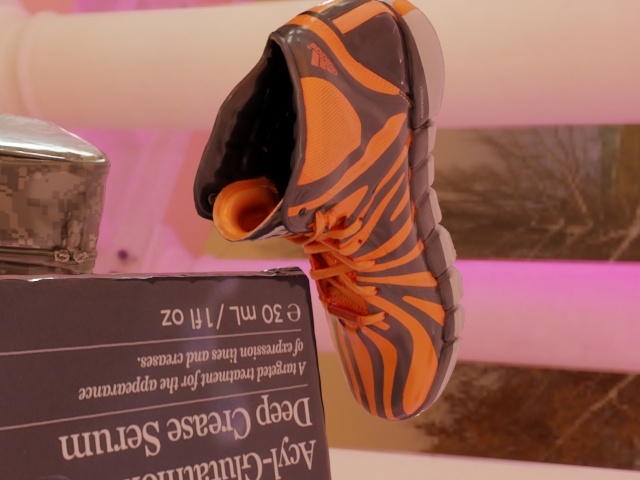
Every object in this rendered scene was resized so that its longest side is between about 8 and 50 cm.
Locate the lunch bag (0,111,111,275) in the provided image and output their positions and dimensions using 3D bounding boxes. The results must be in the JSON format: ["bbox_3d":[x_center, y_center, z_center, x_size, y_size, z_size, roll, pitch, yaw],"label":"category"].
[{"bbox_3d":[-0.349,0.016,0.979,0.305,0.212,0.256,5,-75,-33],"label":"lunch bag"}]

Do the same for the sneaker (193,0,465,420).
[{"bbox_3d":[0.000,0.000,0.768,0.180,0.125,0.321,-27,-64,-45],"label":"sneaker"}]

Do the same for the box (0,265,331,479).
[{"bbox_3d":[-0.153,0.223,0.680,0.293,0.212,0.395,0,-99,-52],"label":"box"}]
